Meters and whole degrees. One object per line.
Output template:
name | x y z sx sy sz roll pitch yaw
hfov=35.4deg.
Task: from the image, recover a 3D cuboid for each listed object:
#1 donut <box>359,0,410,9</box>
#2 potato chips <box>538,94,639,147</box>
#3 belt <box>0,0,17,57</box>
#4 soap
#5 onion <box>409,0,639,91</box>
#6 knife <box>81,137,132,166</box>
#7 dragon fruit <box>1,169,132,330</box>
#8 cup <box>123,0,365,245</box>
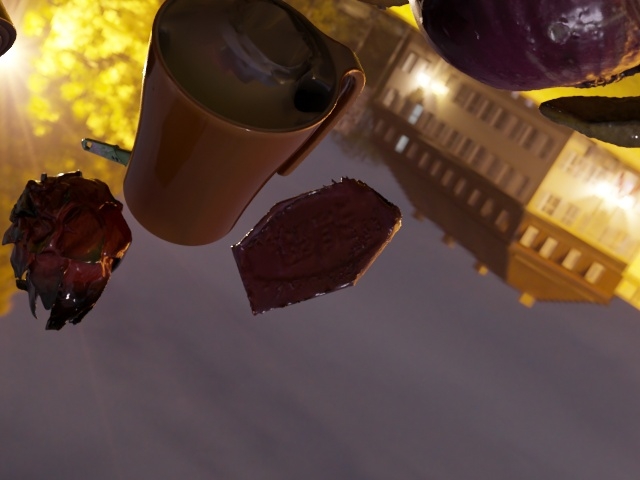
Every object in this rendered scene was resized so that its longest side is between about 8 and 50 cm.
donut | 0.090 -0.406 1.128 0.277 0.277 0.108 31 166 3
potato chips | 0.448 -0.151 1.089 0.057 0.407 0.080 51 -147 -58
belt | -0.568 -0.296 1.358 0.122 0.217 0.338 63 -154 5
soap | 0.000 0.000 1.673 0.112 0.289 0.182 -96 -12 -89
onion | 0.185 -0.236 0.848 0.230 0.256 0.272 -24 -97 -27
knife | -0.250 -0.108 1.290 0.207 0.014 0.030 18 138 43
dragon fruit | -0.246 0.003 0.964 0.121 0.142 0.130 18 -144 8
cup | -0.084 -0.117 1.004 0.226 0.264 0.182 -5 -119 -29
